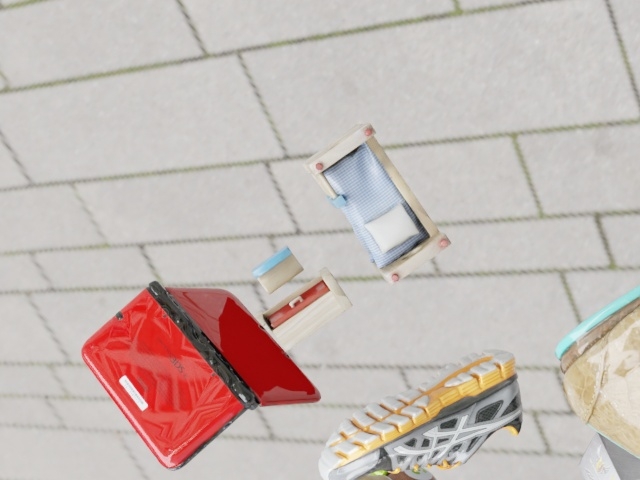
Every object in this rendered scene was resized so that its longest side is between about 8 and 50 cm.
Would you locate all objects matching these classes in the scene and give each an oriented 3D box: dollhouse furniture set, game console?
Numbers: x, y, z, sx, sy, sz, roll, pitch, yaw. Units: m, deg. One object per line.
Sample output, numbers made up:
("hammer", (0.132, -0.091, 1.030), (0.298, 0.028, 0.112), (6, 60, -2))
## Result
("dollhouse furniture set", (0.000, 0.000, 1.159), (0.129, 0.184, 0.129), (55, 179, -5))
("game console", (-0.095, 0.106, 1.017), (0.144, 0.124, 0.085), (45, 175, 34))

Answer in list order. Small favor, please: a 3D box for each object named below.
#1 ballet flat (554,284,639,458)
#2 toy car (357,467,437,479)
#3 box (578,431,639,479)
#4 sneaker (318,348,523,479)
("ballet flat", (0.292, 0.011, 0.719), (0.342, 0.116, 0.124), (-40, 70, 9))
("toy car", (0.088, 0.359, 1.818), (0.155, 0.149, 0.188), (29, 163, 41))
("box", (0.392, 0.304, 1.339), (0.183, 0.231, 0.056), (10, 123, -17))
("sneaker", (0.100, 0.181, 1.206), (0.083, 0.215, 0.084), (69, 168, -13))
